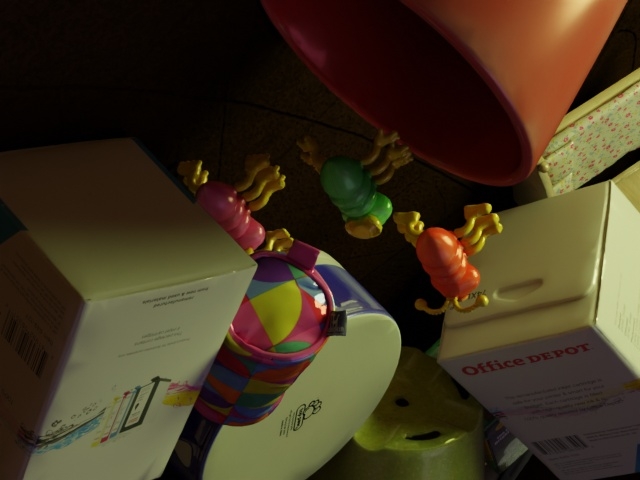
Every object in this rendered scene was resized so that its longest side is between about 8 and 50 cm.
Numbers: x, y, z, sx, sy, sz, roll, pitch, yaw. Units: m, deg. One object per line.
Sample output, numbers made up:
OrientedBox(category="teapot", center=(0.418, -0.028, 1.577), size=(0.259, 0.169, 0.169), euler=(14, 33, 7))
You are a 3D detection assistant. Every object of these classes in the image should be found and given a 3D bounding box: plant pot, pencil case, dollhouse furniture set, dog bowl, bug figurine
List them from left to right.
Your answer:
OrientedBox(category="pencil case", center=(-0.052, 0.085, 1.302), size=(0.104, 0.104, 0.236), euler=(-33, 171, -24))
OrientedBox(category="dog bowl", center=(-0.048, 0.142, 1.551), size=(0.265, 0.104, 0.265), euler=(-33, 149, -23))
OrientedBox(category="bug figurine", center=(0.000, 0.000, 1.304), size=(0.216, 0.279, 0.072), euler=(51, 40, -46))
OrientedBox(category="plant pot", center=(0.084, 0.270, 1.770), size=(0.276, 0.276, 0.254), euler=(-25, 133, -35))
OrientedBox(category="plant pot", center=(0.121, -0.218, 1.190), size=(0.243, 0.275, 0.275), euler=(-52, 153, -13))
OrientedBox(category="dollhouse furniture set", center=(0.387, -0.087, 1.736), size=(0.303, 0.174, 0.355), euler=(-33, 150, -8))

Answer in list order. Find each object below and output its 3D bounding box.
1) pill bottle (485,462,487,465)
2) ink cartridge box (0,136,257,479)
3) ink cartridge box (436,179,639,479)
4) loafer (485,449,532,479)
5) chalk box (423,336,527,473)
OrientedBox(category="pill bottle", center=(0.176, 0.272, 2.041), size=(0.152, 0.086, 0.086), euler=(-26, 145, -34))
OrientedBox(category="ink cartridge box", center=(-0.194, 0.068, 1.188), size=(0.168, 0.171, 0.233), euler=(-12, 137, -45))
OrientedBox(category="ink cartridge box", center=(0.293, 0.107, 1.702), size=(0.270, 0.198, 0.197), euler=(44, 46, -34))
OrientedBox(category="loafer", center=(0.215, 0.332, 2.195), size=(0.303, 0.095, 0.109), euler=(-61, 179, 33))
OrientedBox(category="chalk box", center=(0.211, 0.170, 1.914), size=(0.132, 0.132, 0.213), euler=(-40, 150, -10))
